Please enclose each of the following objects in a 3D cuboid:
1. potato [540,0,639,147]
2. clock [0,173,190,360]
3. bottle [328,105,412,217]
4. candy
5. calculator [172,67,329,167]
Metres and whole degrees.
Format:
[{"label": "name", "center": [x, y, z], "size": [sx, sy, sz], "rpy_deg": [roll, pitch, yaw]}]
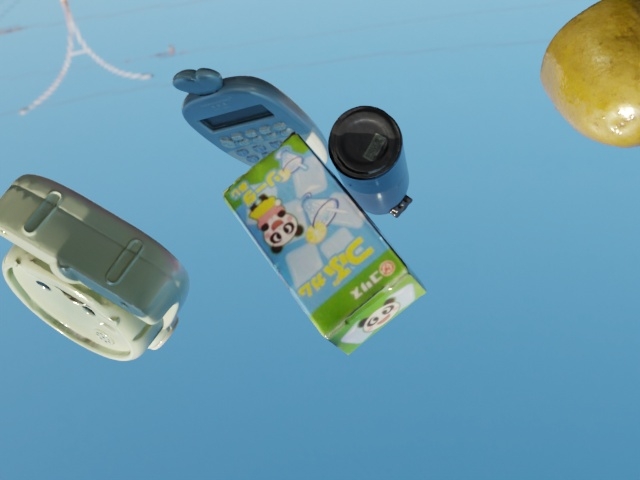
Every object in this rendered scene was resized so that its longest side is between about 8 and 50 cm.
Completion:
[{"label": "potato", "center": [0.372, -0.183, 1.190], "size": [0.203, 0.178, 0.158], "rpy_deg": [-15, -132, 19]}, {"label": "clock", "center": [-0.316, 0.061, 1.352], "size": [0.265, 0.324, 0.108], "rpy_deg": [29, -117, 5]}, {"label": "bottle", "center": [0.054, -0.077, 1.037], "size": [0.082, 0.244, 0.072], "rpy_deg": [39, -92, 12]}, {"label": "candy", "center": [0.000, 0.000, 0.904], "size": [0.097, 0.062, 0.194], "rpy_deg": [-39, -121, 3]}, {"label": "calculator", "center": [-0.108, -0.185, 1.547], "size": [0.188, 0.302, 0.042], "rpy_deg": [-7, -123, 37]}]
